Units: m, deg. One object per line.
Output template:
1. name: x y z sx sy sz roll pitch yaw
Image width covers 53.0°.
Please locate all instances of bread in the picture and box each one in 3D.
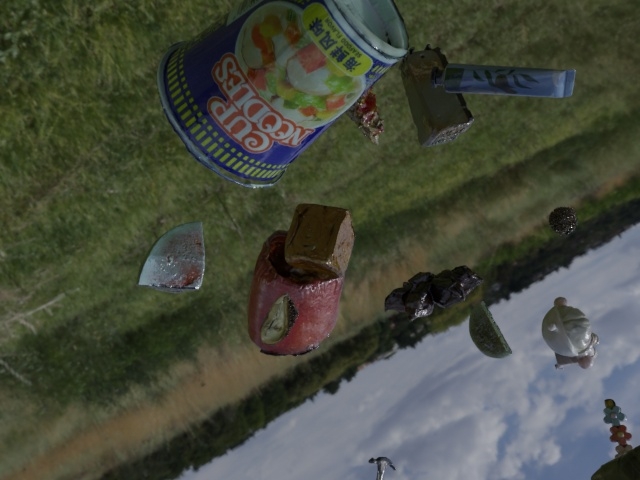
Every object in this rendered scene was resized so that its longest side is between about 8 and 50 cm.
1. bread: 0.533 0.307 2.092 0.036 0.192 0.112 -5 152 -40
2. bread: 0.000 0.000 1.556 0.149 0.158 0.143 6 162 18

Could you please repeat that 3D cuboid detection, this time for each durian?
1. durian: 0.658 -0.058 1.737 0.091 0.080 0.080 -57 -175 -25
2. durian: -0.087 0.178 1.422 0.130 0.066 0.052 -63 171 13

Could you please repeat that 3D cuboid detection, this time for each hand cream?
1. hand cream: 0.354 -0.316 1.262 0.272 0.058 0.091 9 160 20

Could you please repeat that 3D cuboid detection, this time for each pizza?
1. pizza: 0.090 -0.302 1.391 0.062 0.198 0.188 -25 -170 34

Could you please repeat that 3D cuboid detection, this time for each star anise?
1. star anise: 0.278 0.126 1.625 0.220 0.098 0.214 -27 -172 -33

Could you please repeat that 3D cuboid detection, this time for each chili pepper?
1. chili pepper: -0.063 0.145 1.712 0.252 0.229 0.305 10 137 -4

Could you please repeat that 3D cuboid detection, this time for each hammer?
1. hammer: 0.185 0.882 2.174 0.125 0.297 0.027 16 173 -32

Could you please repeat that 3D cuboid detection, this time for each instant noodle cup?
1. instant noodle cup: -0.045 -0.272 0.971 0.312 0.284 0.284 -30 175 35

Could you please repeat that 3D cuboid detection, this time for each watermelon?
1. watermelon: -0.448 0.074 2.092 0.289 0.214 0.320 -56 163 -14

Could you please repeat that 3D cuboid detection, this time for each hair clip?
1. hair clip: 0.787 0.520 1.677 0.062 0.213 0.056 -13 158 10

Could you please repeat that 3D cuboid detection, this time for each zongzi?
1. zongzi: 0.755 0.558 1.411 0.112 0.221 0.242 -10 147 -38

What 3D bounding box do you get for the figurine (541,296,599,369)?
1. figurine: 0.646 0.241 1.684 0.145 0.181 0.256 3 155 28

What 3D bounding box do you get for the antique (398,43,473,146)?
1. antique: 0.323 -0.428 1.861 0.125 0.284 0.150 -16 170 -10
